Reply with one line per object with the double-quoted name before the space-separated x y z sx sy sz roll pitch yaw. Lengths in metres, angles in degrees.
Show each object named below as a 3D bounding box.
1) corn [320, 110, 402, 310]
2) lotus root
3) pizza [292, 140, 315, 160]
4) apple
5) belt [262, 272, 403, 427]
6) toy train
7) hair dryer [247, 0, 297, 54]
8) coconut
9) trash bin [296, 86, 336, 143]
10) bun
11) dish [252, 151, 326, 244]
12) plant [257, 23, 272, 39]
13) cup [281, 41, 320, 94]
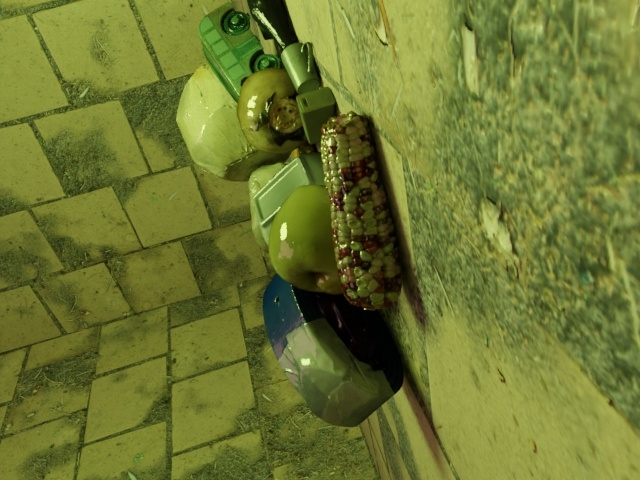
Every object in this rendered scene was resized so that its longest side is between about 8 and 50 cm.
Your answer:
"corn" 0.053 -0.036 0.707 0.092 0.092 0.281 -128 25 -76
"lotus root" -0.105 -0.289 1.138 0.310 0.182 0.183 -126 20 -72
"pizza" -0.036 -0.215 1.270 0.188 0.062 0.199 -121 23 -62
"apple" 0.000 0.000 0.880 0.200 0.199 0.200 164 90 -85
"belt" 0.016 0.167 0.963 0.117 0.212 0.347 -50 49 29
"toy train" -0.201 -0.468 1.323 0.327 0.159 0.129 57 177 14
"hair dryer" -0.090 -0.458 1.160 0.196 0.075 0.219 62 -178 17
"coconut" -0.256 -0.377 1.531 0.346 0.346 0.361 92 153 -74
"trash bin" -0.005 -0.218 0.897 0.092 0.060 0.043 80 172 -63
"bun" -0.095 -0.097 1.481 0.281 0.204 0.282 -9 -90 -83
"dish" -0.065 -0.093 1.089 0.077 0.212 0.151 28 -148 -44
"plant" -0.141 -0.569 1.297 0.051 0.051 0.102 -113 3 -49
"cup" -0.028 -0.323 0.944 0.054 0.074 0.083 6 -122 -56
